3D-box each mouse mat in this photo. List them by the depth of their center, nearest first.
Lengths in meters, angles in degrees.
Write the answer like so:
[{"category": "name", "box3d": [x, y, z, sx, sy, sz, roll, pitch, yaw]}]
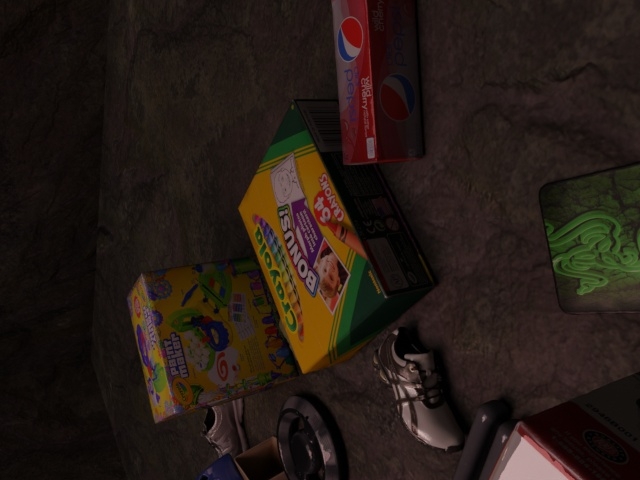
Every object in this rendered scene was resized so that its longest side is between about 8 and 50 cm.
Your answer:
[{"category": "mouse mat", "box3d": [0.314, 0.000, 0.576, 0.189, 0.007, 0.153, -14, 86, 58]}]

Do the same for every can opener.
[{"category": "can opener", "box3d": [0.201, 0.345, 0.763, 0.074, 0.093, 0.280, 42, 126, 46]}]

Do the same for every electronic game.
[{"category": "electronic game", "box3d": [-0.026, 0.435, 1.167, 0.229, 0.048, 0.229, 14, 107, 55]}]

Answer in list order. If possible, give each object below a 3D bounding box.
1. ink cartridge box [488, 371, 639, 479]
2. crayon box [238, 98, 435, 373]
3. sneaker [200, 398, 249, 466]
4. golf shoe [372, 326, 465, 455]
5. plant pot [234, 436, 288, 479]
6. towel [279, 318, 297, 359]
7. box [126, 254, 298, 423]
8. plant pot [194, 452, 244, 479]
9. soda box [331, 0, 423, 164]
[{"category": "ink cartridge box", "box3d": [0.287, 0.205, 0.421, 0.197, 0.272, 0.114, 41, 126, 45]}, {"category": "crayon box", "box3d": [0.000, 0.000, 0.971, 0.313, 0.106, 0.363, -52, 54, 49]}, {"category": "sneaker", "box3d": [-0.265, 0.512, 1.495, 0.105, 0.115, 0.281, 0, 97, 57]}, {"category": "golf shoe", "box3d": [0.146, 0.214, 0.823, 0.198, 0.077, 0.094, 52, 137, 37]}, {"category": "plant pot", "box3d": [-0.120, 0.542, 1.296, 0.109, 0.109, 0.096, 29, 134, 51]}, {"category": "towel", "box3d": [-0.044, 0.173, 1.142, 0.110, 0.027, 0.148, 59, 149, 29]}, {"category": "box", "box3d": [-0.243, 0.210, 1.239, 0.177, 0.279, 0.290, -39, 64, 53]}, {"category": "plant pot", "box3d": [-0.237, 0.700, 1.342, 0.236, 0.212, 0.236, 44, 155, 43]}, {"category": "soda box", "box3d": [0.081, -0.242, 0.802, 0.083, 0.092, 0.263, 7, 103, 57]}]
